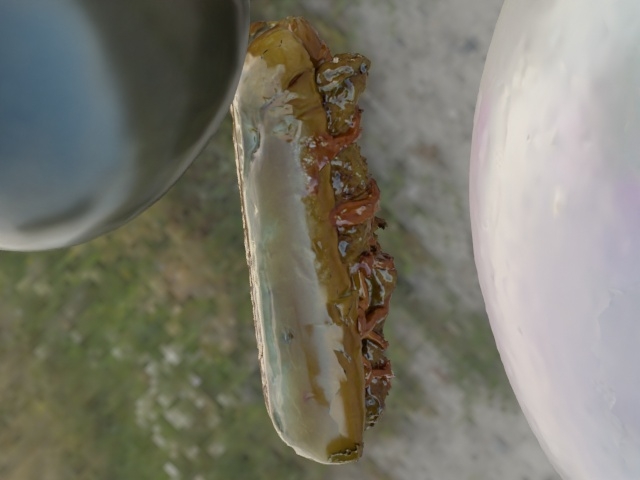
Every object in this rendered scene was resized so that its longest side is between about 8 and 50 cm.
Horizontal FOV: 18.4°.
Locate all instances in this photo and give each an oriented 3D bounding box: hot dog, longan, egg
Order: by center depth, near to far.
[{"bbox_3d":[-0.115,-0.088,0.839,0.189,0.189,0.189,39,160,18],"label":"longan"},{"bbox_3d":[0.233,0.011,1.029,0.354,0.340,0.354,20,-173,-3],"label":"egg"},{"bbox_3d":[0.000,0.000,1.517,0.158,0.117,0.349,-118,21,-78],"label":"hot dog"}]
